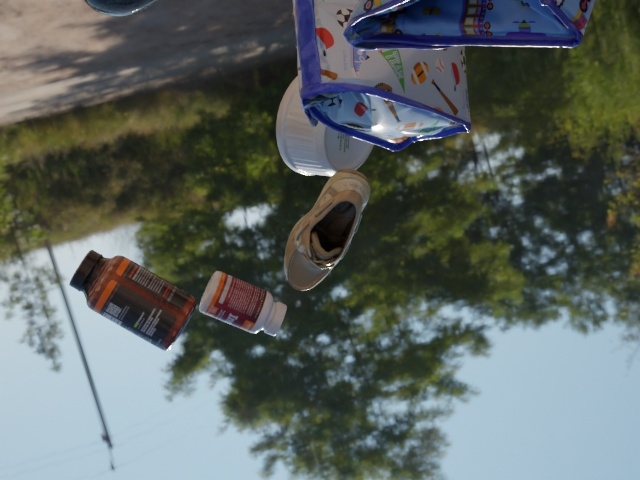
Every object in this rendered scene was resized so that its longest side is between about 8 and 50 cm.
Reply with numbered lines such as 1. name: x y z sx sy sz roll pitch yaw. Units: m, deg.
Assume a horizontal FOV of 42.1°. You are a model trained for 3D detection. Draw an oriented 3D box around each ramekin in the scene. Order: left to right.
1. ramekin: 0.029 -0.277 2.007 0.127 0.273 0.273 20 -150 36

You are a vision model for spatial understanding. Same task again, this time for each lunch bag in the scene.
1. lunch bag: 0.088 -0.372 1.574 0.239 0.327 0.385 -14 165 39
2. lunch bag: 0.154 -0.318 0.902 0.293 0.138 0.221 3 -120 45

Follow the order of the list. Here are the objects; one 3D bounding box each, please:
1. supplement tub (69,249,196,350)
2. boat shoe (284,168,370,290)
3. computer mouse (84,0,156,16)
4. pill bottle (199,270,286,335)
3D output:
1. supplement tub: -0.313 0.093 1.384 0.106 0.198 0.106 -56 -171 14
2. boat shoe: 0.000 0.000 1.785 0.122 0.341 0.110 21 -140 -6
3. computer mouse: -0.264 -0.453 1.302 0.272 0.188 0.072 -40 -141 8
4. pill bottle: -0.145 0.123 1.574 0.152 0.086 0.086 23 -177 -10
